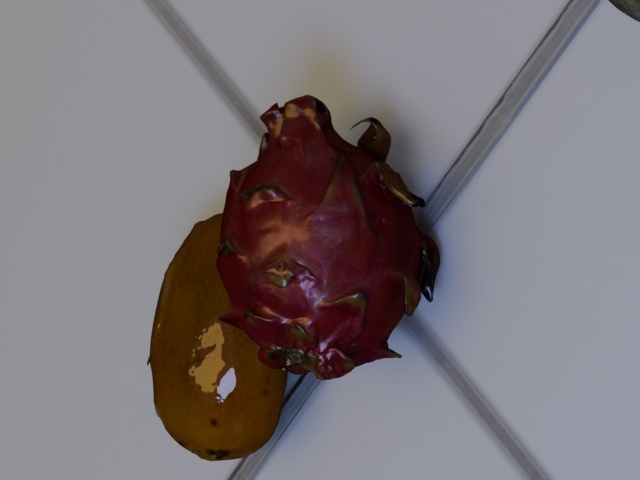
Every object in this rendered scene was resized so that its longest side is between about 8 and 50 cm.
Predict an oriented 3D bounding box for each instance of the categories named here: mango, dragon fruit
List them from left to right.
[{"bbox_3d":[-0.067,0.060,1.080,0.105,0.084,0.159,153,110,-67],"label":"mango"},{"bbox_3d":[0.000,0.000,1.004,0.136,0.133,0.166,-12,83,0],"label":"dragon fruit"}]

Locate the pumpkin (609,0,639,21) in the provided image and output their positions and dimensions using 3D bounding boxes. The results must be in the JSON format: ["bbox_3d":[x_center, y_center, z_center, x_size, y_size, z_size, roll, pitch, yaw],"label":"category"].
[{"bbox_3d":[0.175,-0.216,0.850,0.217,0.110,0.217,-5,83,46],"label":"pumpkin"}]
